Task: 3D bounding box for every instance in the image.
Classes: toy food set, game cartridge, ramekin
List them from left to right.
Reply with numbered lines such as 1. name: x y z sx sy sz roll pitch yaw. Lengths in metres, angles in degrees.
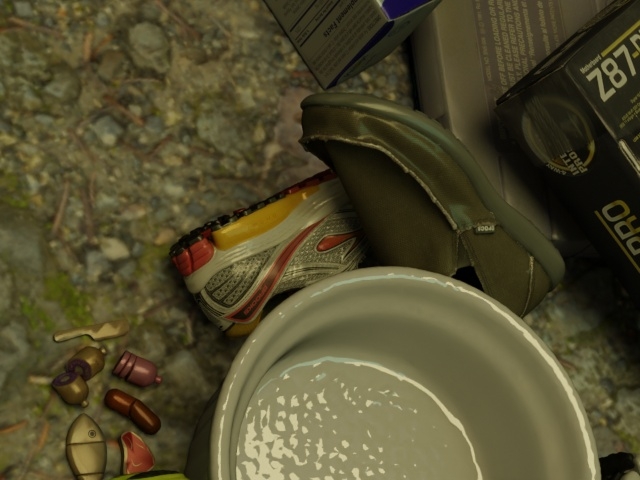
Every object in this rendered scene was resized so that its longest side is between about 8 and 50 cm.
1. toy food set: -0.143 0.115 1.133 0.078 0.019 0.122 -10 76 -24
2. ramekin: 0.039 0.168 1.121 0.277 0.135 0.277 7 69 -20
3. game cartridge: 0.181 -0.158 1.338 0.230 0.068 0.355 -1 72 -18

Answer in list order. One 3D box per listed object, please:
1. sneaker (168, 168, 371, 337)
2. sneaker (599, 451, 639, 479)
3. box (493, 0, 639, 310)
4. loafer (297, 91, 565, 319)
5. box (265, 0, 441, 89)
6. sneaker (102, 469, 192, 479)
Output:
1. sneaker: 0.000 0.000 1.205 0.225 0.088 0.092 -26 96 -23
2. sneaker: 0.179 0.288 1.156 0.118 0.110 0.292 47 62 -11
3. box: 0.358 -0.087 1.308 0.395 0.097 0.318 -41 98 -37
4. loafer: 0.075 -0.013 1.144 0.251 0.094 0.087 38 70 -28
5. box: 0.016 -0.208 1.251 0.072 0.126 0.137 -30 85 -29
6. sneaker: -0.191 0.254 1.027 0.295 0.109 0.123 -39 95 -20
